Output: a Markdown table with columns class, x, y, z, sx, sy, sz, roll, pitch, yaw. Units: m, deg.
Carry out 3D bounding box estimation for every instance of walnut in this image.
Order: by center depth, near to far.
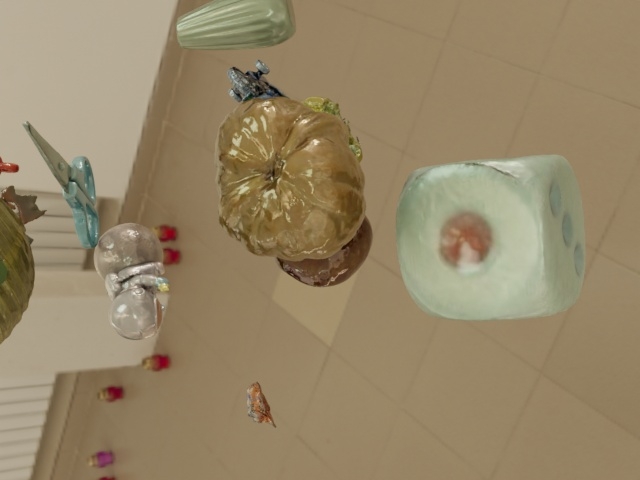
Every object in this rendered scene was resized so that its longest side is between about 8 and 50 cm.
| class | x | y | z | sx | sy | sz | roll | pitch | yaw |
| --- | --- | --- | --- | --- | --- | --- | --- | --- | --- |
| walnut | -0.054 | -0.100 | 1.326 | 0.296 | 0.285 | 0.285 | 48 | 124 | 10 |

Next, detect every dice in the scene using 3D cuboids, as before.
| class | x | y | z | sx | sy | sz | roll | pitch | yaw |
| --- | --- | --- | --- | --- | --- | --- | --- | --- | --- |
| dice | 0.304 | -0.008 | 1.339 | 0.265 | 0.263 | 0.267 | -4 | 92 | 34 |

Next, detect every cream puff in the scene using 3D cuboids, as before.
| class | x | y | z | sx | sy | sz | roll | pitch | yaw |
| --- | --- | --- | --- | --- | --- | --- | --- | --- | --- |
| cream puff | -0.018 | -0.244 | 1.912 | 0.195 | 0.195 | 0.220 | -28 | 90 | 42 |

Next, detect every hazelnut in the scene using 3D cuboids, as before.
| class | x | y | z | sx | sy | sz | roll | pitch | yaw |
| --- | --- | --- | --- | --- | --- | --- | --- | --- | --- |
| hazelnut | 0.000 | 0.000 | 1.704 | 0.218 | 0.234 | 0.217 | 178 | 90 | -85 |

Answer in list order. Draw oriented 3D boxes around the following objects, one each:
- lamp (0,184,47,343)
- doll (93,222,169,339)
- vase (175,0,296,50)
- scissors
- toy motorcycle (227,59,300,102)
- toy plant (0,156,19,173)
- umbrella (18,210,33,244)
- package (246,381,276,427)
| class | x | y | z | sx | sy | sz | roll | pitch | yaw |
| --- | --- | --- | --- | --- | --- | --- | --- | --- | --- |
| lamp | -0.455 | 0.022 | 0.928 | 0.250 | 0.284 | 0.250 | 28 | 142 | 24 |
| doll | -0.382 | 0.088 | 1.545 | 0.151 | 0.151 | 0.287 | -56 | 36 | 29 |
| vase | -0.180 | -0.458 | 1.598 | 0.248 | 0.128 | 0.128 | -10 | 78 | 7 |
| scissors | -0.470 | -0.121 | 1.395 | 0.447 | 0.029 | 0.192 | 101 | 162 | -74 |
| toy motorcycle | -0.109 | -0.284 | 1.539 | 0.092 | 0.254 | 0.135 | -42 | 81 | 14 |
| toy plant | -0.559 | -0.108 | 1.041 | 0.241 | 0.154 | 0.088 | 8 | 98 | 12 |
| umbrella | -0.716 | 0.047 | 1.834 | 0.044 | 0.044 | 0.268 | 91 | 171 | -71 |
| package | -0.100 | 0.273 | 1.259 | 0.111 | 0.033 | 0.077 | 147 | 118 | -63 |
